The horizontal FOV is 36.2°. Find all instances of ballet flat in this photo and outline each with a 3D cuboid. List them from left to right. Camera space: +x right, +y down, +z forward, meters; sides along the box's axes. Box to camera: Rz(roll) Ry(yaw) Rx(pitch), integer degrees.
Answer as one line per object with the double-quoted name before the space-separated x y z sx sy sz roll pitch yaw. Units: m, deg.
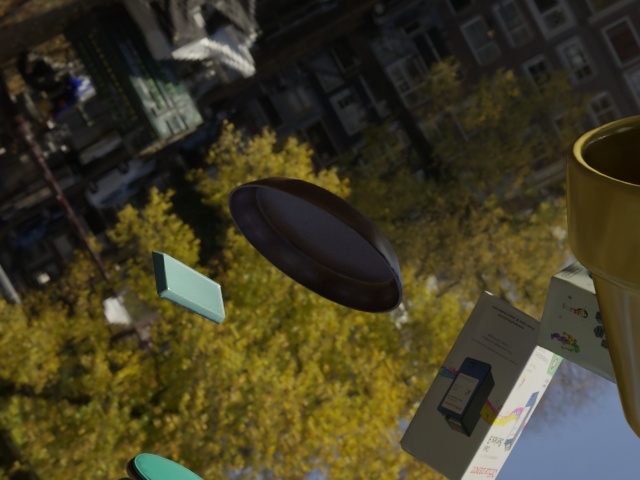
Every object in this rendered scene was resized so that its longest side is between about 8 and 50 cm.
"ballet flat" -0.142 0.357 1.242 0.086 0.248 0.086 24 90 -84

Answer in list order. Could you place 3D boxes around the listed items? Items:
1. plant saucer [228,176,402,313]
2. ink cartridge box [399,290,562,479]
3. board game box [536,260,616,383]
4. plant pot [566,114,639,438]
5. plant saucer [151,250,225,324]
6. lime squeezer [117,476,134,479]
"plant saucer" 0.000 0.000 0.820 0.029 0.168 0.168 -57 -163 -23
"ink cartridge box" 0.202 0.186 1.189 0.212 0.093 0.154 -59 152 0
"board game box" 0.417 0.098 1.017 0.303 0.097 0.224 27 -145 34
"plant pot" 0.325 0.038 0.773 0.254 0.239 0.254 -5 -158 2
"plant saucer" -0.186 0.069 1.411 0.018 0.067 0.192 -17 158 14
"lime squeezer" -0.141 0.237 0.782 0.059 0.110 0.310 -54 168 -28
